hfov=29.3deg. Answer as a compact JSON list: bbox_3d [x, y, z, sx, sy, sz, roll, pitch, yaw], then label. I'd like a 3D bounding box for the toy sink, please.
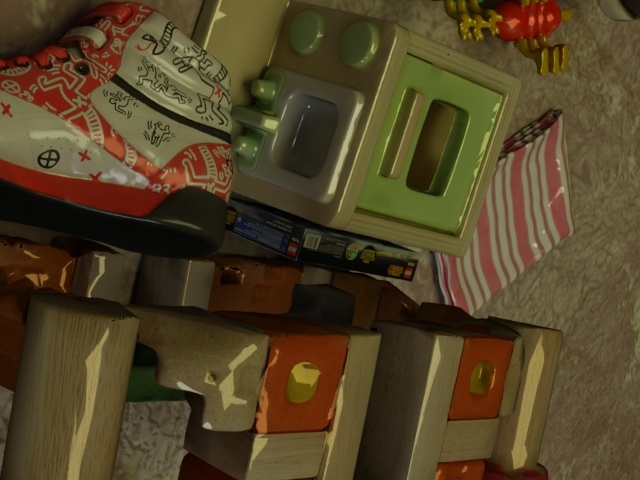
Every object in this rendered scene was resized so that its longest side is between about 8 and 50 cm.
[{"bbox_3d":[0.023,-0.087,0.915,0.234,0.131,0.153,14,96,-46],"label":"toy sink"}]

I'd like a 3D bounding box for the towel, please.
[{"bbox_3d":[0.182,-0.022,1.173,0.197,0.029,0.144,-34,129,-30],"label":"towel"}]

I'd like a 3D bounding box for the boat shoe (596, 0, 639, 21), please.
[{"bbox_3d":[0.242,-0.284,0.976,0.324,0.097,0.116,43,66,-48],"label":"boat shoe"}]

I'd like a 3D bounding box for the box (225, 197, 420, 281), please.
[{"bbox_3d":[0.000,0.000,0.956,0.137,0.094,0.027,12,98,-46],"label":"box"}]

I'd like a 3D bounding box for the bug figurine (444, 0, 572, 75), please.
[{"bbox_3d":[0.151,-0.277,1.004,0.216,0.072,0.279,-13,111,-48],"label":"bug figurine"}]

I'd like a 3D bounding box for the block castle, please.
[{"bbox_3d":[-0.072,0.127,0.791,0.453,0.303,0.213,6,96,-46],"label":"block castle"}]

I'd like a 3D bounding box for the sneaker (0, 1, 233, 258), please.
[{"bbox_3d":[-0.177,-0.088,0.762,0.270,0.090,0.145,16,67,-27],"label":"sneaker"}]
